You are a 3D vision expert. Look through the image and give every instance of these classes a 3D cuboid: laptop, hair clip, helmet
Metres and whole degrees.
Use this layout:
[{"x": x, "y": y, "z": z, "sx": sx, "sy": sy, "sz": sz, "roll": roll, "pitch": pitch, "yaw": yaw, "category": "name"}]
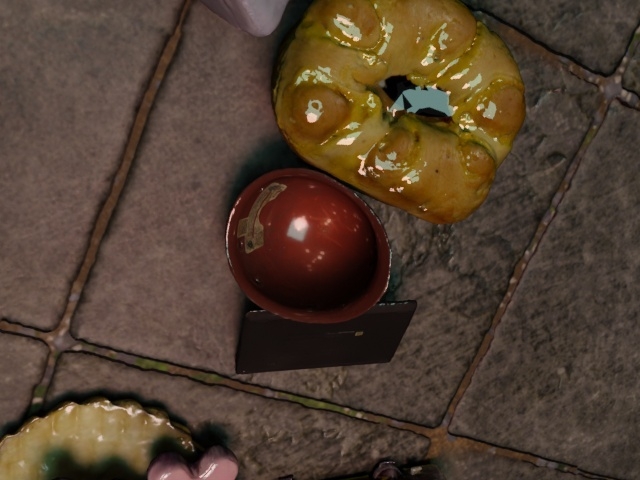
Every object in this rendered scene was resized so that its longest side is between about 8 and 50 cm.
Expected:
[{"x": 0.005, "y": 0.113, "z": 0.753, "sx": 0.197, "sy": 0.016, "sz": 0.135, "roll": -3, "pitch": 143, "yaw": -15, "category": "laptop"}, {"x": -0.205, "y": 0.302, "z": 0.724, "sx": 0.257, "sy": 0.075, "sz": 0.146, "roll": -4, "pitch": 104, "yaw": -20, "category": "hair clip"}, {"x": 0.000, "y": 0.000, "z": 0.692, "sx": 0.175, "sy": 0.106, "sz": 0.155, "roll": 18, "pitch": 105, "yaw": 15, "category": "helmet"}]

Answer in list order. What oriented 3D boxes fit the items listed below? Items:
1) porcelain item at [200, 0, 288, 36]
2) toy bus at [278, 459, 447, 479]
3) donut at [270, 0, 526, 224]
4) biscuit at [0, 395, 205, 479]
[{"x": 0.043, "y": -0.357, "z": 0.532, "sx": 0.405, "sy": 0.242, "sz": 0.178, "roll": -41, "pitch": 133, "yaw": -3, "category": "porcelain item"}, {"x": 0.024, "y": 0.377, "z": 0.837, "sx": 0.302, "sy": 0.113, "sz": 0.139, "roll": -4, "pitch": 109, "yaw": -13, "category": "toy bus"}, {"x": 0.078, "y": -0.142, "z": 0.663, "sx": 0.261, "sy": 0.128, "sz": 0.208, "roll": 31, "pitch": 88, "yaw": -23, "category": "donut"}, {"x": -0.267, "y": 0.262, "z": 0.747, "sx": 0.273, "sy": 0.036, "sz": 0.187, "roll": -15, "pitch": 111, "yaw": -11, "category": "biscuit"}]
